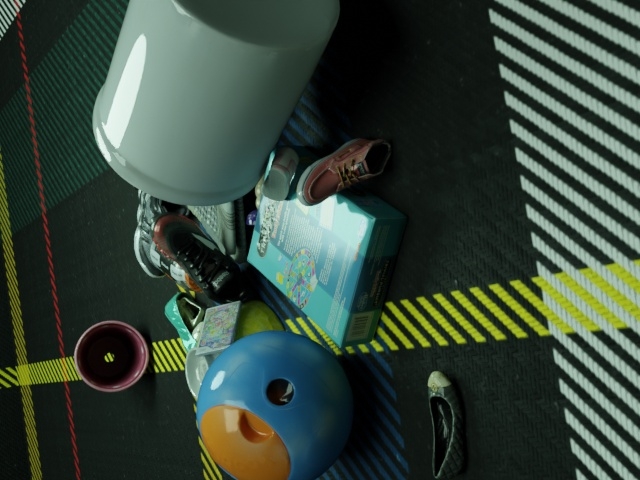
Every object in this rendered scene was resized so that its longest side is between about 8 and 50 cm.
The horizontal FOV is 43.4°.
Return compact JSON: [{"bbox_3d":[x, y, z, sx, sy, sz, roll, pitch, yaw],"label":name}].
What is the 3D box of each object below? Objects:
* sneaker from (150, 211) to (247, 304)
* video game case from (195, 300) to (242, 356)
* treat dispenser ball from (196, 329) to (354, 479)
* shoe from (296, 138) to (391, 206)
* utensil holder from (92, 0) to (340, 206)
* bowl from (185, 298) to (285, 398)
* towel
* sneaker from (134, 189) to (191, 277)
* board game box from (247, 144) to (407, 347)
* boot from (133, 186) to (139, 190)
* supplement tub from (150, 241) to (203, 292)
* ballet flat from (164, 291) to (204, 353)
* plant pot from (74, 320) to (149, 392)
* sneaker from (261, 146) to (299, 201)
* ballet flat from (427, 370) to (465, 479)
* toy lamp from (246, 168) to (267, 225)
[{"bbox_3d":[-0.250,0.044,1.719,0.276,0.097,0.135,50,168,-31],"label":"sneaker"},{"bbox_3d":[-0.213,0.185,1.691,0.087,0.011,0.122,-15,43,23],"label":"video game case"},{"bbox_3d":[-0.082,0.308,1.476,0.288,0.288,0.288,10,103,54],"label":"treat dispenser ball"},{"bbox_3d":[0.042,-0.118,1.355,0.081,0.178,0.063,4,127,51],"label":"shoe"},{"bbox_3d":[-0.180,-0.292,1.338,0.385,0.328,0.327,-53,53,50],"label":"utensil holder"},{"bbox_3d":[-0.198,0.276,1.747,0.289,0.156,0.289,9,101,54],"label":"bowl"},{"bbox_3d":[-0.256,-0.137,1.786,0.312,0.056,0.324,44,146,42],"label":"towel"},{"bbox_3d":[-0.397,-0.034,2.026,0.153,0.101,0.268,6,97,57],"label":"sneaker"},{"bbox_3d":[0.000,0.000,1.497,0.336,0.079,0.253,39,124,45],"label":"board game box"},{"bbox_3d":[-0.470,-0.240,2.141,0.137,0.077,0.197,31,106,54],"label":"boot"},{"bbox_3d":[-0.316,0.048,1.913,0.190,0.117,0.116,29,118,50],"label":"supplement tub"},{"bbox_3d":[-0.303,0.212,1.953,0.247,0.083,0.087,48,117,37],"label":"ballet flat"},{"bbox_3d":[-0.603,0.332,2.303,0.180,0.201,0.201,156,106,-69],"label":"plant pot"},{"bbox_3d":[-0.071,-0.124,1.479,0.134,0.051,0.070,118,175,-65],"label":"sneaker"},{"bbox_3d":[0.197,0.296,1.287,0.057,0.049,0.173,-13,84,53],"label":"ballet flat"},{"bbox_3d":[-0.124,-0.170,1.653,0.080,0.080,0.274,10,103,53],"label":"toy lamp"}]
